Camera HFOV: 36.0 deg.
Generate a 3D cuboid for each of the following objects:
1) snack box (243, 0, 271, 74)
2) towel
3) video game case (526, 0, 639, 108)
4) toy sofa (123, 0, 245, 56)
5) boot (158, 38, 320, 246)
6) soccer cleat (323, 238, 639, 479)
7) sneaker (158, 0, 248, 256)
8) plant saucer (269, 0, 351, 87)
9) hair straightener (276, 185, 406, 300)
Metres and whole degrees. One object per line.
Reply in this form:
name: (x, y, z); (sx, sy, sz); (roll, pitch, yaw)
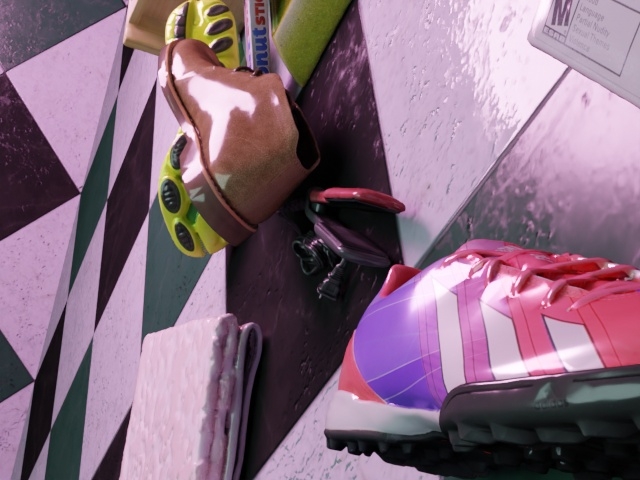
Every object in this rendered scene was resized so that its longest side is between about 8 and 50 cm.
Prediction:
snack box: (-0.064, -0.189, 1.017); (0.064, 0.022, 0.178); (-159, 65, -80)
towel: (-0.152, 0.249, 1.008); (0.317, 0.053, 0.331); (157, 124, -64)
video game case: (0.179, -0.121, 0.314); (0.232, 0.042, 0.210); (50, 130, 51)
toy sofa: (-0.115, -0.381, 1.177); (0.362, 0.150, 0.177); (133, 144, -53)
boot: (-0.077, -0.122, 0.936); (0.115, 0.112, 0.305); (-37, 39, 11)
soccer cleat: (0.091, 0.044, 0.435); (0.318, 0.109, 0.116); (151, 133, -66)
sneaker: (-0.116, -0.124, 1.117); (0.123, 0.110, 0.295); (45, -136, -73)
plant saucer: (-0.006, -0.282, 0.978); (0.188, 0.045, 0.188); (123, 153, -42)
hair straightener: (0.000, 0.000, 0.775); (0.230, 0.047, 0.089); (-163, 87, -70)
